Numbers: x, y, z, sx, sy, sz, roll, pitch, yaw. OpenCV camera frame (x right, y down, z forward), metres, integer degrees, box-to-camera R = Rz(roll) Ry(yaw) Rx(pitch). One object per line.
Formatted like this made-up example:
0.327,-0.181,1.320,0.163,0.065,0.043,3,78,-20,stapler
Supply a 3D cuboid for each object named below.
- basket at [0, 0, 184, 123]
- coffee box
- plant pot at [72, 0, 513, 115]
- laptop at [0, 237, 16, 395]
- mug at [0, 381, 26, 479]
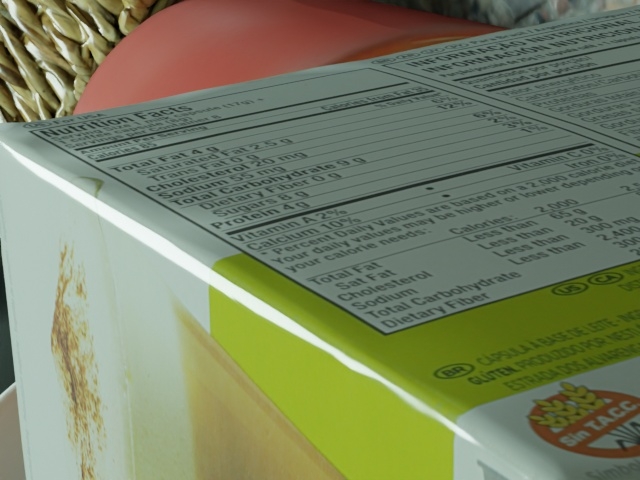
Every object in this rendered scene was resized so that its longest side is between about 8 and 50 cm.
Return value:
-0.126,-0.205,1.088,0.299,0.223,0.213,48,117,25,basket
0.114,0.125,0.628,0.334,0.338,0.338,28,126,54,coffee box
0.000,0.000,0.886,0.243,0.275,0.275,-136,40,-59,plant pot
-0.117,0.145,1.260,0.234,0.136,0.264,6,137,24,laptop
-0.001,0.256,1.016,0.374,0.276,0.328,12,131,27,mug
